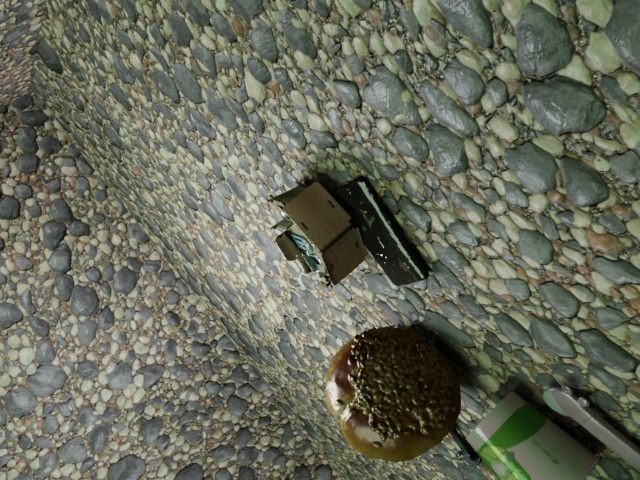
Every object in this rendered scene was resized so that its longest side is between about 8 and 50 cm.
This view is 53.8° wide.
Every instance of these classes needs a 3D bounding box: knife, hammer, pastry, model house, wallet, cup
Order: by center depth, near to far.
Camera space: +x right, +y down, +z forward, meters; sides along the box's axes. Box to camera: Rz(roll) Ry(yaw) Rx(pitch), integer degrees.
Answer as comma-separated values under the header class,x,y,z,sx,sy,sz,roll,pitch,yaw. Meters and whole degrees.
class,x,y,z,sx,sy,sz,roll,pitch,yaw
knife,0.712,0.481,1.504,0.398,0.038,0.132,40,154,13
cup,0.544,0.553,1.652,0.274,0.253,0.253,46,154,23
wallet,0.151,-0.016,1.674,0.321,0.044,0.170,54,155,-9
model house,0.000,0.000,1.737,0.326,0.169,0.244,58,162,-18
pastry,0.207,0.432,1.831,0.409,0.409,0.245,32,159,28
hammer,0.449,0.641,2.100,0.290,0.037,0.137,57,152,-16

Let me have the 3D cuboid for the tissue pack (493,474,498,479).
class,x,y,z,sx,sy,sz,roll,pitch,yaw
tissue pack,0.622,0.801,2.065,0.122,0.026,0.193,15,139,46
